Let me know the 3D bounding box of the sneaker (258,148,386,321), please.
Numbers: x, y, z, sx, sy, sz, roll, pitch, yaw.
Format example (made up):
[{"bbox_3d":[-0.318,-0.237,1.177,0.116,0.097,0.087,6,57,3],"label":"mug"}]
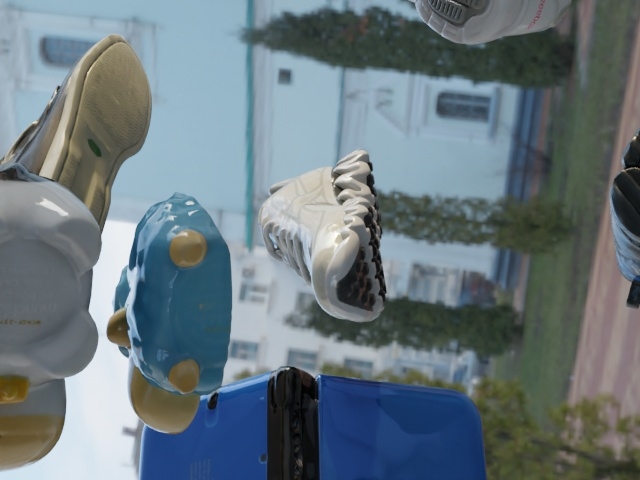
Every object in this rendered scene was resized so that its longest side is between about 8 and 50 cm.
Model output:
[{"bbox_3d":[0.000,0.000,1.017,0.292,0.118,0.110,-87,-11,-71],"label":"sneaker"}]

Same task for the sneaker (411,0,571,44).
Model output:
[{"bbox_3d":[0.100,-0.215,0.828,0.232,0.115,0.090,54,129,37],"label":"sneaker"}]

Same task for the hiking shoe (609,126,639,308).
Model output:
[{"bbox_3d":[0.312,-0.097,0.876,0.304,0.113,0.132,-51,-21,-21],"label":"hiking shoe"}]

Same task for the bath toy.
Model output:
[{"bbox_3d":[-0.219,0.029,0.472,0.129,0.348,0.152,31,113,59],"label":"bath toy"}]

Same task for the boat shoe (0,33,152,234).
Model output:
[{"bbox_3d":[-0.181,-0.070,0.763,0.233,0.079,0.084,-77,-33,-46],"label":"boat shoe"}]

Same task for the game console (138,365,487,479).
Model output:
[{"bbox_3d":[-0.008,0.268,0.872,0.173,0.250,0.293,31,-131,-45],"label":"game console"}]
